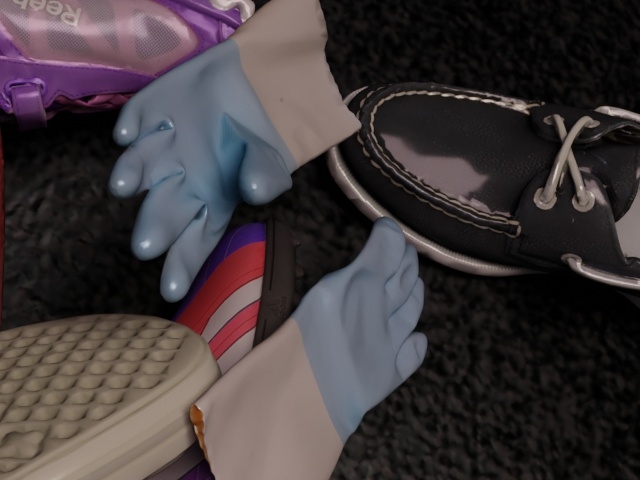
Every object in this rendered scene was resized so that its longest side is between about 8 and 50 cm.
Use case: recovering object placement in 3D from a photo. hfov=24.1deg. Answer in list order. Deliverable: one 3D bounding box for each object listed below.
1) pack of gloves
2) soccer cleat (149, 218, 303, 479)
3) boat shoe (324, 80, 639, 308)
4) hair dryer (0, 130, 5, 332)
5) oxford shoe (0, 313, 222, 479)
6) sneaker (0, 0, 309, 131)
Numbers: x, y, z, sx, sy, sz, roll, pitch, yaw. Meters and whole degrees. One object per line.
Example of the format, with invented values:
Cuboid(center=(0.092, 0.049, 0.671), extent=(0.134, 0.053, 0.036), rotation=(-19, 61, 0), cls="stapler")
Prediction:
Cuboid(center=(0.000, 0.000, 0.659), extent=(0.195, 0.046, 0.232), rotation=(66, 29, -15), cls="pack of gloves")
Cuboid(center=(-0.085, 0.124, 0.676), extent=(0.116, 0.108, 0.318), rotation=(14, 66, 1), cls="soccer cleat")
Cuboid(center=(0.153, -0.026, 0.811), extent=(0.302, 0.091, 0.114), rotation=(16, 67, -13), cls="boat shoe")
Cuboid(center=(-0.250, -0.035, 0.683), extent=(0.293, 0.080, 0.223), rotation=(43, 102, -6), cls="hair dryer")
Cuboid(center=(-0.225, 0.172, 0.575), extent=(0.449, 0.169, 0.130), rotation=(-33, 114, -22), cls="oxford shoe")
Cuboid(center=(-0.123, -0.095, 0.747), extent=(0.236, 0.095, 0.104), rotation=(21, 73, -5), cls="sneaker")
